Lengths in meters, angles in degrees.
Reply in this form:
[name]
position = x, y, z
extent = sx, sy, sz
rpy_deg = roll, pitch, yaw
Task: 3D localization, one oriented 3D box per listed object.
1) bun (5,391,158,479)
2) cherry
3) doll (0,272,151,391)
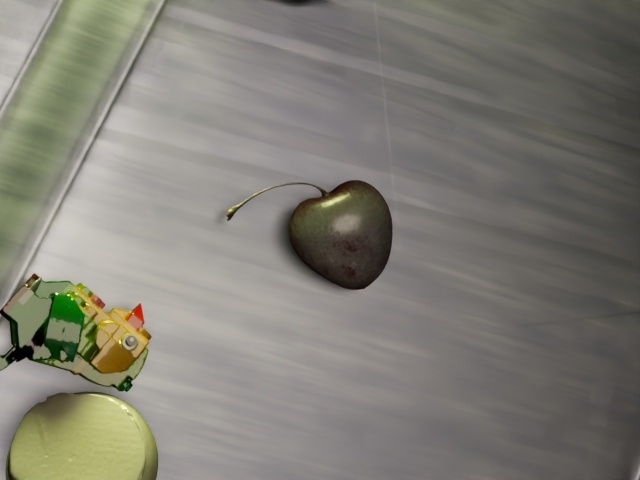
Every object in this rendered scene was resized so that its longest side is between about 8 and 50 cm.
[bun]
position = -0.270, 0.264, 1.370
extent = 0.172, 0.120, 0.173
rpy_deg = 2, 61, -3
[cherry]
position = 0.002, 0.005, 1.484
extent = 0.188, 0.115, 0.148
rpy_deg = -26, 132, -9
[doll]
position = -0.291, 0.115, 1.381
extent = 0.186, 0.106, 0.134
rpy_deg = 13, 78, -15
